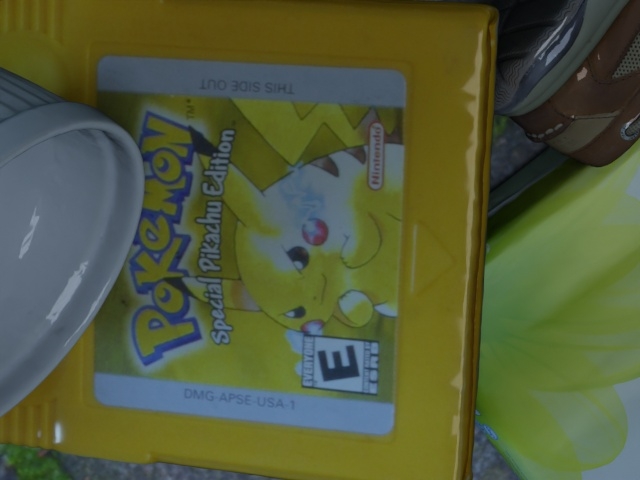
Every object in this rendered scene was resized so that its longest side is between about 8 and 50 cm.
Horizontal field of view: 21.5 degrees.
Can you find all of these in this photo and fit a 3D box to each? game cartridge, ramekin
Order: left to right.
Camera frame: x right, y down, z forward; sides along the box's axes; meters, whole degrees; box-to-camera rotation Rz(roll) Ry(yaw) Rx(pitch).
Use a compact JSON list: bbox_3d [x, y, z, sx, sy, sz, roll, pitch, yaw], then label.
[{"bbox_3d":[-0.201,-0.001,0.904,0.109,0.207,0.207,34,99,20],"label":"ramekin"},{"bbox_3d":[-0.064,-0.004,0.987,0.323,0.052,0.285,4,100,14],"label":"game cartridge"}]

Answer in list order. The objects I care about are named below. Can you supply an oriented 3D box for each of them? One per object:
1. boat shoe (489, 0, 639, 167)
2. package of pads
[{"bbox_3d":[0.222,-0.183,0.999,0.116,0.123,0.324,39,94,-21],"label":"boat shoe"},{"bbox_3d":[0.221,0.033,1.086,0.296,0.101,0.229,-36,106,3],"label":"package of pads"}]
